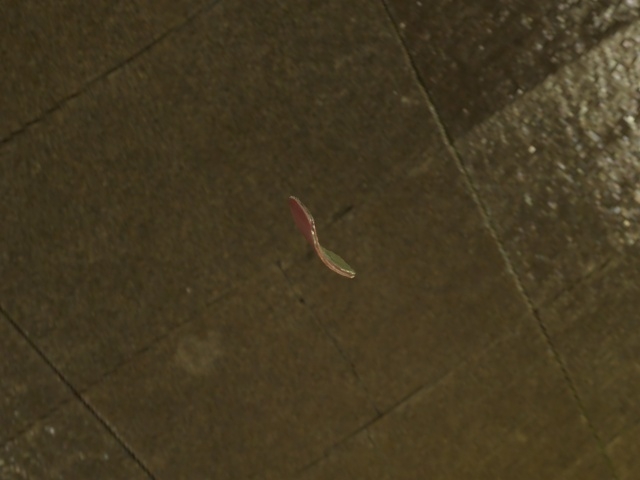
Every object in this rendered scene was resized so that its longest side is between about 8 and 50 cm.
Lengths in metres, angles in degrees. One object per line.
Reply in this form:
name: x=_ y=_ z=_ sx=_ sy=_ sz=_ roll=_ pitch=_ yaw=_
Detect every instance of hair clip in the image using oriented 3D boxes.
hair clip: x=-0.001 y=0.001 z=1.332 sx=0.022 sy=0.054 sz=0.137 roll=-38 pitch=143 yaw=-1
